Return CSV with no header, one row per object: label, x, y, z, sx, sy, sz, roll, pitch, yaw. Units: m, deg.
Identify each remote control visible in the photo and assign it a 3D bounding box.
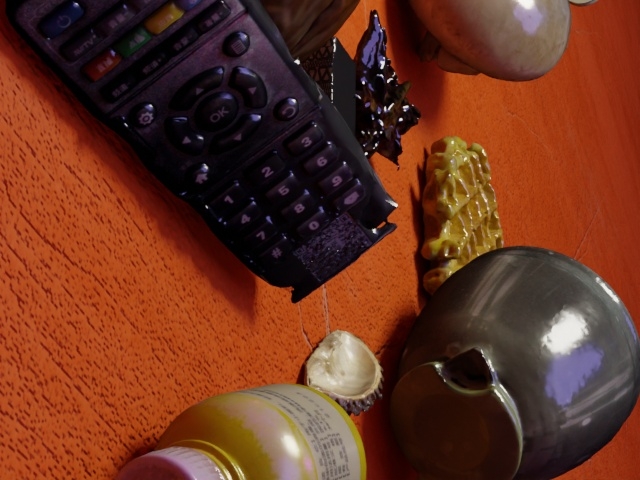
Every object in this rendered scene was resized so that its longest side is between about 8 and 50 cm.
remote control,-0.064,-0.093,0.954,0.062,0.144,0.399,55,3,39

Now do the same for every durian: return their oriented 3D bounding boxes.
durian,0.023,0.122,1.207,0.130,0.052,0.066,-48,125,-62

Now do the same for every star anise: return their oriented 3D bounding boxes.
star anise,0.055,-0.150,1.372,0.212,0.053,0.157,-5,89,-67

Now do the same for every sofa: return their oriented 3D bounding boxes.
sofa,0.006,-0.125,1.261,0.060,0.039,0.118,41,47,-58

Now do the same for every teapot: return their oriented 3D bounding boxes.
teapot,0.159,0.177,1.401,0.239,0.322,0.239,45,38,11

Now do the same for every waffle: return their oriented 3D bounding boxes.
waffle,0.162,-0.004,1.591,0.219,0.057,0.229,-43,122,-64

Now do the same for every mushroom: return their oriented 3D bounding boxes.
mushroom,0.188,-0.275,1.596,0.226,0.178,0.226,23,39,-20

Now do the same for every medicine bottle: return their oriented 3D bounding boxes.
medicine bottle,-0.058,0.162,0.893,0.212,0.121,0.122,2,81,-68

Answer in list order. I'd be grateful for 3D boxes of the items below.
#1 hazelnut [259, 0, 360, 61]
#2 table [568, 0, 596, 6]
hazelnut,-0.032,-0.228,1.013,0.212,0.181,0.181,55,14,-68
table,0.282,-0.368,1.818,0.166,0.198,0.167,-8,90,-68
